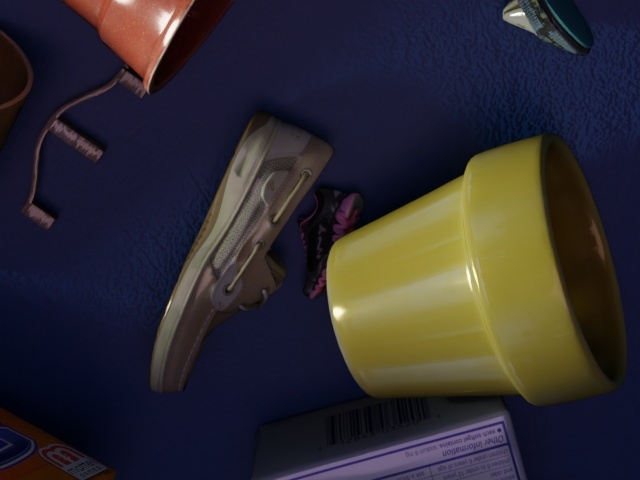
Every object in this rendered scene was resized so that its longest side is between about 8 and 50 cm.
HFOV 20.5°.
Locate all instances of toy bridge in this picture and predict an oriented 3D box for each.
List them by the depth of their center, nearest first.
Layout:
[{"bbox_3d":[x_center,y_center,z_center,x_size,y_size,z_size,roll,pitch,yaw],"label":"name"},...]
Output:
[{"bbox_3d":[-0.242,-0.102,1.758,0.063,0.026,0.188,35,101,-8],"label":"toy bridge"}]

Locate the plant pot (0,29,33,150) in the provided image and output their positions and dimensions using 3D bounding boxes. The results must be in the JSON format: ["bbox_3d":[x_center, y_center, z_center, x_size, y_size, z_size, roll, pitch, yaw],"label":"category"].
[{"bbox_3d":[-0.419,-0.076,1.676,0.237,0.237,0.254,19,117,-5],"label":"plant pot"}]

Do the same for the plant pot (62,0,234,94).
[{"bbox_3d":[-0.183,-0.317,1.594,0.265,0.272,0.272,35,102,-1],"label":"plant pot"}]

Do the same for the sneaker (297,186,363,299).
[{"bbox_3d":[0.000,0.000,1.784,0.057,0.047,0.119,23,104,16],"label":"sneaker"}]

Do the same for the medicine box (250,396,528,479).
[{"bbox_3d":[0.094,0.311,1.805,0.263,0.149,0.289,-16,105,4],"label":"medicine box"}]

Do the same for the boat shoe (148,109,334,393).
[{"bbox_3d":[-0.082,0.025,1.753,0.098,0.109,0.302,24,98,-3],"label":"boat shoe"}]

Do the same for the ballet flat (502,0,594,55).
[{"bbox_3d":[0.191,-0.248,1.713,0.070,0.070,0.188,-34,101,8],"label":"ballet flat"}]

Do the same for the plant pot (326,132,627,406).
[{"bbox_3d":[0.144,0.046,1.701,0.239,0.254,0.254,-14,105,20],"label":"plant pot"}]

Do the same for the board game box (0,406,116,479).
[{"bbox_3d":[-0.471,0.326,1.644,0.356,0.356,0.356,26,104,17],"label":"board game box"}]
